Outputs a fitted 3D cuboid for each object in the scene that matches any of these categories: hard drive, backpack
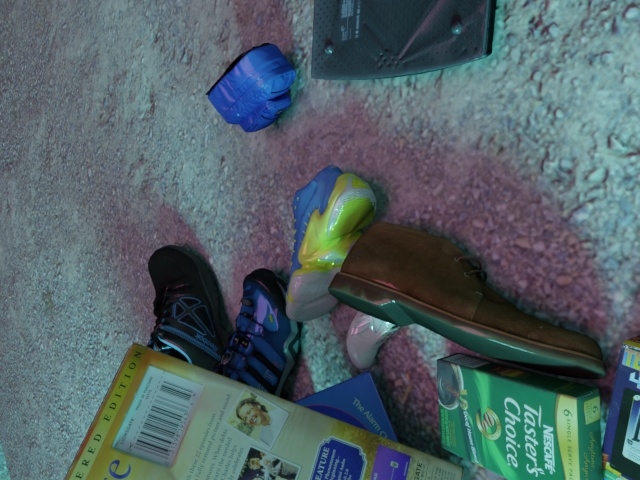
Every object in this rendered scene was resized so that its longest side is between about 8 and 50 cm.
[{"bbox_3d":[0.096,-0.285,0.620,0.254,0.054,0.172,10,101,43],"label":"hard drive"},{"bbox_3d":[-0.093,-0.235,0.779,0.101,0.098,0.120,48,129,-6],"label":"backpack"}]

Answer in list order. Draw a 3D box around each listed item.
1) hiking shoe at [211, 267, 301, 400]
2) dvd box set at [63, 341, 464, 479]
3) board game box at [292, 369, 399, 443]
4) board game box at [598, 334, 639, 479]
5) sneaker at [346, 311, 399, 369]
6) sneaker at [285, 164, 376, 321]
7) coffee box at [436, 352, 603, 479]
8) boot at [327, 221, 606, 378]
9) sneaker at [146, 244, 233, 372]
[{"bbox_3d":[-0.112,0.198,0.807,0.113,0.132,0.304,9,100,43],"label":"hiking shoe"},{"bbox_3d":[-0.069,0.328,0.539,0.062,0.420,0.308,127,164,-63],"label":"dvd box set"},{"bbox_3d":[0.017,0.371,0.626,0.347,0.233,0.078,68,157,15],"label":"board game box"},{"bbox_3d":[0.332,0.174,0.417,0.170,0.048,0.141,21,110,54],"label":"board game box"},{"bbox_3d":[0.077,0.109,0.675,0.061,0.053,0.152,24,109,37],"label":"sneaker"},{"bbox_3d":[0.000,0.000,0.732,0.240,0.091,0.126,-63,36,28],"label":"sneaker"},{"bbox_3d":[0.202,0.193,0.542,0.184,0.040,0.113,2,95,59],"label":"coffee box"},{"bbox_3d":[0.159,0.058,0.564,0.305,0.112,0.115,19,72,29],"label":"boot"},{"bbox_3d":[-0.256,0.144,0.935,0.341,0.139,0.125,54,128,27],"label":"sneaker"}]
